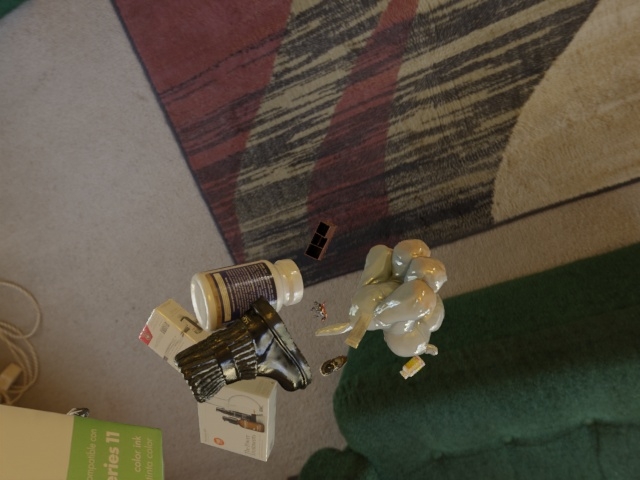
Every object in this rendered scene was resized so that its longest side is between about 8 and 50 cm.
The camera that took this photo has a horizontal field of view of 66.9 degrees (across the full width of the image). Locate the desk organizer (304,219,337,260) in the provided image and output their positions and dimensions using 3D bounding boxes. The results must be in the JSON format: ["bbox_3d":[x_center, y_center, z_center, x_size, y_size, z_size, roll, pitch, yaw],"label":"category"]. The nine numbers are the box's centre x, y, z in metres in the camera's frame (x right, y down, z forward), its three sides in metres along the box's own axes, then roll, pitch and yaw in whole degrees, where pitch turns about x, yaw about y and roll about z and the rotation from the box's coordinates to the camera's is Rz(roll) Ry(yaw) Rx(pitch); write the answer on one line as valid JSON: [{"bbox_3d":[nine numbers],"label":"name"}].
[{"bbox_3d":[0.000,0.000,1.593,0.047,0.050,0.130,31,103,23],"label":"desk organizer"}]

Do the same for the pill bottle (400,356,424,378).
[{"bbox_3d":[0.309,0.430,1.640,0.083,0.043,0.043,-39,97,-5],"label":"pill bottle"}]

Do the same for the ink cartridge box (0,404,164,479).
[{"bbox_3d":[-0.299,0.186,0.276,0.353,0.119,0.207,25,115,-33],"label":"ink cartridge box"}]

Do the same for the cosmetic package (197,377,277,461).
[{"bbox_3d":[-0.320,0.661,1.856,0.284,0.097,0.377,12,123,12],"label":"cosmetic package"}]

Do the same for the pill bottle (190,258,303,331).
[{"bbox_3d":[-0.189,0.133,1.265,0.265,0.153,0.153,-12,112,-29],"label":"pill bottle"}]

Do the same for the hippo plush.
[{"bbox_3d":[0.198,0.169,1.085,0.234,0.294,0.236,3,143,51],"label":"hippo plush"}]

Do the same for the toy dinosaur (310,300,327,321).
[{"bbox_3d":[0.003,0.224,1.505,0.090,0.047,0.082,-7,144,46],"label":"toy dinosaur"}]

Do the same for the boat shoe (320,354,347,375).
[{"bbox_3d":[0.047,0.420,1.638,0.038,0.125,0.046,-29,78,37],"label":"boat shoe"}]

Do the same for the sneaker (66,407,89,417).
[{"bbox_3d":[-0.642,0.455,1.273,0.109,0.044,0.040,-30,122,28],"label":"sneaker"}]

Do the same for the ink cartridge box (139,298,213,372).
[{"bbox_3d":[-0.469,0.324,1.609,0.218,0.092,0.158,40,119,6],"label":"ink cartridge box"}]

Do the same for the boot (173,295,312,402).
[{"bbox_3d":[-0.184,0.319,1.194,0.260,0.131,0.348,-38,130,-18],"label":"boot"}]
